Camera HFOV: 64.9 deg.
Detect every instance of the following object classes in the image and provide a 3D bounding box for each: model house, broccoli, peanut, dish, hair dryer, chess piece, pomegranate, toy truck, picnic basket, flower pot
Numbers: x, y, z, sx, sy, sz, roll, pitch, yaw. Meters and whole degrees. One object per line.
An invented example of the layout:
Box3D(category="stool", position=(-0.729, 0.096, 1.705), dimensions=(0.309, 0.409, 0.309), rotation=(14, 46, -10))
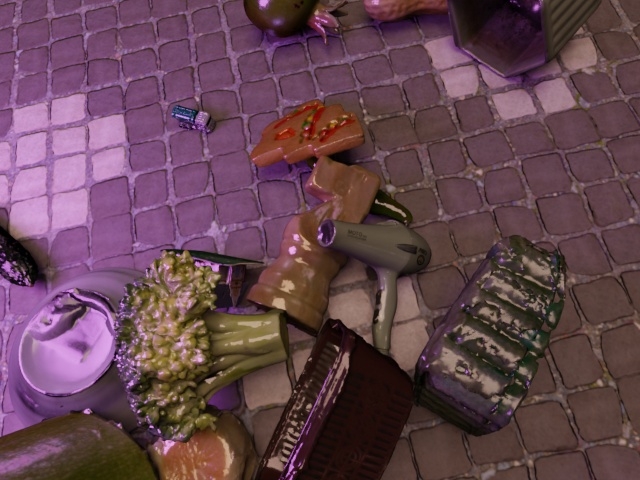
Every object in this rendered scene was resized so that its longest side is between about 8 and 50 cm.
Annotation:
Box3D(category="model house", position=(-0.190, 0.069, 0.863), dimensions=(0.166, 0.117, 0.088), rotation=(9, 93, 29))
Box3D(category="broccoli", position=(-0.167, 0.140, 0.731), dimensions=(0.243, 0.247, 0.263), rotation=(-7, 90, 0))
Box3D(category="peanut", position=(0.225, -0.534, 1.078), dimensions=(0.274, 0.111, 0.125), rotation=(-5, 32, -1))
Box3D(category="dish", position=(-0.396, 0.178, 0.839), dimensions=(0.316, 0.106, 0.317), rotation=(-2, 67, 5))
Box3D(category="hair dryer", position=(0.068, 0.074, 0.790), dimensions=(0.092, 0.229, 0.267), rotation=(-3, 60, 49))
Box3D(category="chess piece", position=(0.000, 0.000, 0.851), dimensions=(0.137, 0.137, 0.301), rotation=(23, 75, 14))
Box3D(category="pomegranate", position=(-0.052, -0.506, 1.066), dimensions=(0.224, 0.181, 0.182), rotation=(32, 73, -6))
Box3D(category="toy truck", position=(-0.263, -0.252, 1.039), dimensions=(0.083, 0.044, 0.039), rotation=(17, 73, 12))
Box3D(category="picnic basket", position=(0.016, 0.271, 0.708), dimensions=(0.129, 0.222, 0.297), rotation=(26, 86, -6))
Box3D(category="flower pot", position=(0.390, -0.462, 0.968), dimensions=(0.239, 0.209, 0.189), rotation=(41, 77, 15))

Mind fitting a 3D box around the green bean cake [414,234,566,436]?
Box3D(category="green bean cake", position=(0.240, 0.138, 0.721), dimensions=(0.132, 0.241, 0.255), rotation=(27, 73, 21))

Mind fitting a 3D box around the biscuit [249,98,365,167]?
Box3D(category="biscuit", position=(-0.017, -0.205, 0.940), dimensions=(0.238, 0.041, 0.212), rotation=(13, 48, 39))

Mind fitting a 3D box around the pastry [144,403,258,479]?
Box3D(category="pastry", position=(-0.178, 0.335, 0.762), dimensions=(0.165, 0.088, 0.166), rotation=(-3, 67, 7))

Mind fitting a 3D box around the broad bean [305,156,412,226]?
Box3D(category="broad bean", position=(0.048, -0.108, 0.949), dimensions=(0.297, 0.043, 0.060), rotation=(37, 66, 19))

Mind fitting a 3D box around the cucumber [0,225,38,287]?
Box3D(category="cucumber", position=(-0.629, 0.004, 0.955), dimensions=(0.300, 0.072, 0.072), rotation=(32, 74, 17))

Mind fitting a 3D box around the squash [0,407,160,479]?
Box3D(category="squash", position=(-0.397, 0.386, 0.603), dimensions=(0.309, 0.309, 0.311), rotation=(-2, 81, 16))
